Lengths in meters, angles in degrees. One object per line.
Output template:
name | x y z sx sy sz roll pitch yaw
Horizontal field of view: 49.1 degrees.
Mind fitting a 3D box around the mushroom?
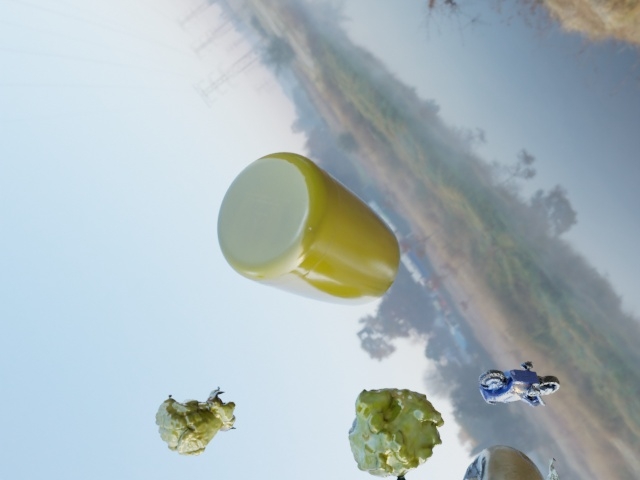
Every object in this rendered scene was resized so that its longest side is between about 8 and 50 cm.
mushroom | 0.237 0.405 1.017 0.178 0.226 0.226 23 177 17

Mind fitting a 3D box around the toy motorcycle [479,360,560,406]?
toy motorcycle | 0.435 0.330 1.572 0.205 0.114 0.076 10 -131 -19

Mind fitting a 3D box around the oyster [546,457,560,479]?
oyster | 0.520 0.547 1.551 0.106 0.061 0.200 58 -163 22

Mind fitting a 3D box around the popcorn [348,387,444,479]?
popcorn | 0.123 0.325 1.177 0.173 0.173 0.142 -100 13 -76

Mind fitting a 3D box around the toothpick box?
toothpick box | 0.000 0.000 0.989 0.271 0.175 0.175 27 -155 -53

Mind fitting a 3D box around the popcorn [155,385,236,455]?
popcorn | -0.329 0.472 1.841 0.168 0.195 0.174 1 114 52
